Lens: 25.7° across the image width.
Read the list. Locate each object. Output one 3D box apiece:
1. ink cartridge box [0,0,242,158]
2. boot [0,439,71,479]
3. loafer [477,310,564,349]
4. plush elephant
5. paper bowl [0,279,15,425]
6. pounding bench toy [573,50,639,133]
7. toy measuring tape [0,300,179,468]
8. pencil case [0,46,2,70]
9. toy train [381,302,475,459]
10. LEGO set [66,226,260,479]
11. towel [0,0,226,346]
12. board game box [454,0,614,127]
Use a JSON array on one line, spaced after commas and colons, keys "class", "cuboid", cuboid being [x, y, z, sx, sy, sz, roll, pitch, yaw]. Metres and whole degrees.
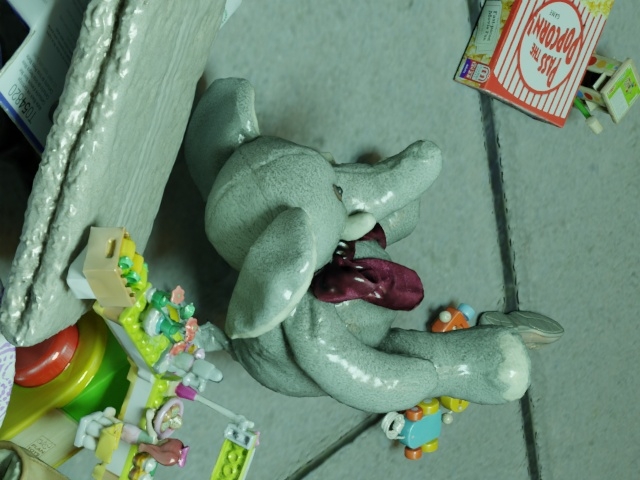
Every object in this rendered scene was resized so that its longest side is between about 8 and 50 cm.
[{"class": "ink cartridge box", "cuboid": [-0.156, -0.159, 1.038, 0.224, 0.045, 0.223, -55, 163, -13]}, {"class": "boot", "cuboid": [-0.253, 0.286, 1.133, 0.236, 0.089, 0.269, -46, 145, -2]}, {"class": "loafer", "cuboid": [0.222, 0.105, 1.587, 0.125, 0.045, 0.039, 6, 121, -38]}, {"class": "plush elephant", "cuboid": [0.000, 0.000, 1.162, 0.330, 0.272, 0.255, -12, 146, -14]}, {"class": "paper bowl", "cuboid": [-0.362, 0.081, 0.943, 0.284, 0.148, 0.284, -19, 120, -36]}, {"class": "pounding bench toy", "cuboid": [0.294, -0.158, 1.512, 0.083, 0.065, 0.052, -50, 136, -14]}, {"class": "toy measuring tape", "cuboid": [-0.255, 0.139, 1.129, 0.330, 0.121, 0.121, -35, 133, 3]}, {"class": "pencil case", "cuboid": [-0.341, -0.119, 0.892, 0.273, 0.113, 0.124, 2, 82, -45]}, {"class": "toy train", "cuboid": [0.115, 0.150, 1.502, 0.166, 0.046, 0.125, -54, 134, -15]}, {"class": "LEGO set", "cuboid": [-0.109, 0.116, 1.002, 0.132, 0.107, 0.287, -32, 139, -52]}, {"class": "towel", "cuboid": [-0.145, -0.070, 0.990, 0.187, 0.049, 0.282, -36, 148, -73]}, {"class": "board game box", "cuboid": [0.229, -0.228, 1.434, 0.147, 0.045, 0.193, 16, 97, -46]}]
